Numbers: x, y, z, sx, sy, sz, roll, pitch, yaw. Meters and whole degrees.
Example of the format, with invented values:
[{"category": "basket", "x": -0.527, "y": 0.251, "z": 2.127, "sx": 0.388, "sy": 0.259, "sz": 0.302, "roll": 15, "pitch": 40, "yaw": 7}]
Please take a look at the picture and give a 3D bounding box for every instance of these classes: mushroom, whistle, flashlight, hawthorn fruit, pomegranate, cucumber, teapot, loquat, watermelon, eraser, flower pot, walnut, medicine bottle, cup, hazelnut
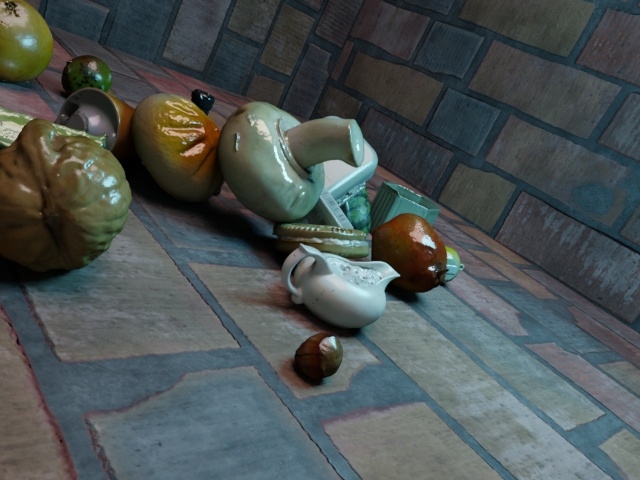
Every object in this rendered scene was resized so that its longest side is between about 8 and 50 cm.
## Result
[{"category": "mushroom", "x": -0.086, "y": -0.188, "z": 1.399, "sx": 0.355, "sy": 0.316, "sz": 0.315, "roll": 15, "pitch": 18, "yaw": -6}, {"category": "whistle", "x": 0.364, "y": 0.072, "z": 1.821, "sx": 0.222, "sy": 0.123, "sz": 0.123, "roll": 9, "pitch": 19, "yaw": -6}, {"category": "flashlight", "x": -0.394, "y": -0.348, "z": 1.700, "sx": 0.092, "sy": 0.232, "sz": 0.093, "roll": 26, "pitch": 17, "yaw": -8}, {"category": "hawthorn fruit", "x": 0.262, "y": 0.049, "z": 1.542, "sx": 0.210, "sy": 0.211, "sz": 0.262, "roll": 14, "pitch": 19, "yaw": -36}, {"category": "pomegranate", "x": -0.760, "y": -0.519, "z": 1.837, "sx": 0.159, "sy": 0.159, "sz": 0.205, "roll": 41, "pitch": -3, "yaw": 39}, {"category": "cucumber", "x": -0.631, "y": -0.207, "z": 1.170, "sx": 0.325, "sy": 0.105, "sz": 0.145, "roll": 17, "pitch": 46, "yaw": -30}, {"category": "teapot", "x": 0.036, "y": 0.093, "z": 1.187, "sx": 0.299, "sy": 0.166, "sz": 0.208, "roll": 24, "pitch": 26, "yaw": -46}, {"category": "loquat", "x": -0.934, "y": -0.590, "z": 1.633, "sx": 0.262, "sy": 0.263, "sz": 0.263, "roll": 24, "pitch": 17, "yaw": -8}, {"category": "watermelon", "x": 0.067, "y": -0.120, "z": 1.926, "sx": 0.212, "sy": 0.201, "sz": 0.262, "roll": 2, "pitch": 71, "yaw": -55}, {"category": "eraser", "x": -0.009, "y": -0.102, "z": 1.563, "sx": 0.352, "sy": 0.089, "sz": 0.061, "roll": 55, "pitch": 36, "yaw": 9}, {"category": "flower pot", "x": 0.295, "y": -0.087, "z": 2.032, "sx": 0.239, "sy": 0.190, "sz": 0.209, "roll": 24, "pitch": 17, "yaw": -5}, {"category": "walnut", "x": -0.419, "y": -0.070, "z": 0.874, "sx": 0.224, "sy": 0.257, "sz": 0.257, "roll": -16, "pitch": 34, "yaw": -18}, {"category": "medicine bottle", "x": -0.012, "y": -0.227, "z": 1.736, "sx": 0.375, "sy": 0.123, "sz": 0.282, "roll": -37, "pitch": 75, "yaw": -25}, {"category": "cup", "x": -0.548, "y": -0.277, "z": 1.429, "sx": 0.226, "sy": 0.183, "sz": 0.264, "roll": -2, "pitch": 2, "yaw": 17}, {"category": "hazelnut", "x": -0.003, "y": 0.196, "z": 0.952, "sx": 0.086, "sy": 0.086, "sz": 0.086, "roll": 24, "pitch": 17, "yaw": -8}]

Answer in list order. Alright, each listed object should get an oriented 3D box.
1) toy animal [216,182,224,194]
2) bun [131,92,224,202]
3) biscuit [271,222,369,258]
[{"category": "toy animal", "x": -0.322, "y": -0.203, "z": 1.656, "sx": 0.179, "sy": 0.089, "sz": 0.188, "roll": 52, "pitch": 24, "yaw": 18}, {"category": "bun", "x": -0.332, "y": -0.246, "z": 1.412, "sx": 0.299, "sy": 0.164, "sz": 0.299, "roll": 60, "pitch": 15, "yaw": -27}, {"category": "biscuit", "x": 0.000, "y": 0.000, "z": 1.393, "sx": 0.258, "sy": 0.079, "sz": 0.259, "roll": 4, "pitch": 1, "yaw": 0}]
